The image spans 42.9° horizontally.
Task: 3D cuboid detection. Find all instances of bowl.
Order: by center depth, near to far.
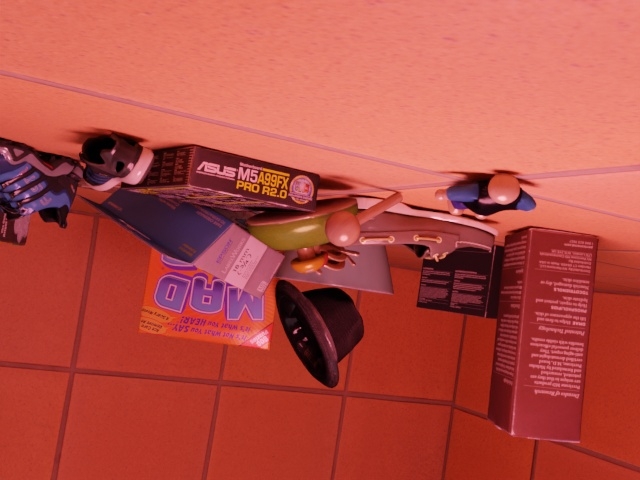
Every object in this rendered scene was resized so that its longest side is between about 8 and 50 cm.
[{"bbox_3d":[0.044,0.037,2.059,0.312,0.163,0.311,9,177,1],"label":"bowl"}]

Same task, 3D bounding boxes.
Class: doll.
[{"bbox_3d":[0.210,-0.055,1.044,0.129,0.046,0.189,8,177,-5],"label":"doll"}]

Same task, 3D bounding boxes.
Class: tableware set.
[{"bbox_3d":[-0.019,-0.027,1.455,0.194,0.039,0.128,48,-152,18],"label":"tableware set"}]

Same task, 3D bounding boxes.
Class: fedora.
[{"bbox_3d":[0.013,0.210,2.059,0.152,0.334,0.334,-26,-172,-17],"label":"fedora"}]

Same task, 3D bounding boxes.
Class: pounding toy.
[{"bbox_3d":[0.000,0.000,1.305,0.237,0.110,0.183,-3,-167,39],"label":"pounding toy"}]

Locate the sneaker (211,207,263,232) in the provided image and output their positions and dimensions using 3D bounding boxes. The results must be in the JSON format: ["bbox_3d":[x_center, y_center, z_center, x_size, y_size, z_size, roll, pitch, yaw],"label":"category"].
[{"bbox_3d":[-0.129,-0.031,1.668,0.283,0.122,0.110,7,177,22],"label":"sneaker"}]

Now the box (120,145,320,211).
[{"bbox_3d":[-0.163,-0.091,1.277,0.216,0.060,0.270,11,176,-33],"label":"box"}]

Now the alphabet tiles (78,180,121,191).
[{"bbox_3d":[-0.496,-0.124,2.022,0.237,0.009,0.198,10,176,-36],"label":"alphabet tiles"}]

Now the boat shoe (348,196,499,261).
[{"bbox_3d":[0.182,-0.011,1.474,0.305,0.091,0.109,10,177,-21],"label":"boat shoe"}]

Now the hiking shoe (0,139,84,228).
[{"bbox_3d":[-0.543,-0.102,1.427,0.113,0.132,0.304,6,176,34],"label":"hiking shoe"}]

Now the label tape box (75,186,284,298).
[{"bbox_3d":[-0.241,-0.024,1.486,0.241,0.106,0.334,30,177,27],"label":"label tape box"}]

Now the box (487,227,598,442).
[{"bbox_3d":[0.420,0.176,1.554,0.143,0.381,0.191,8,177,-1],"label":"box"}]

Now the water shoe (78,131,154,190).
[{"bbox_3d":[-0.312,-0.124,1.184,0.080,0.073,0.203,36,158,-31],"label":"water shoe"}]

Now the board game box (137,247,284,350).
[{"bbox_3d":[-0.298,0.100,2.331,0.356,0.356,0.356,9,177,-5],"label":"board game box"}]

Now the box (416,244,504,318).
[{"bbox_3d":[0.382,0.102,2.128,0.103,0.184,0.261,8,178,-34],"label":"box"}]

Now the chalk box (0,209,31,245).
[{"bbox_3d":[-0.728,-0.094,1.672,0.179,0.180,0.289,8,176,0],"label":"chalk box"}]
